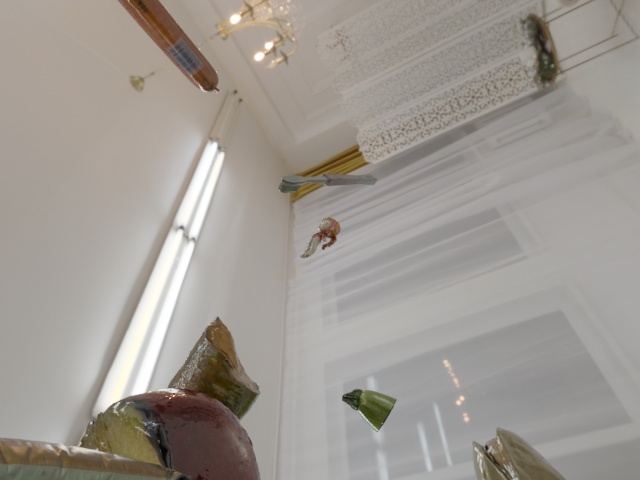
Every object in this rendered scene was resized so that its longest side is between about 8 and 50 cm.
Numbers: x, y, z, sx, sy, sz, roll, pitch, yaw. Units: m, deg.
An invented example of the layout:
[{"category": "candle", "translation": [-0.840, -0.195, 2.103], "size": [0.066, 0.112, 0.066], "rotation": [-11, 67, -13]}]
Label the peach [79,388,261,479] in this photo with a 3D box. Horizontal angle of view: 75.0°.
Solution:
[{"category": "peach", "translation": [-0.321, 0.512, 0.891], "size": [0.416, 0.340, 0.353], "rotation": [62, -153, -26]}]

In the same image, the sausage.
[{"category": "sausage", "translation": [-0.282, -0.376, 0.702], "size": [0.348, 0.053, 0.053], "rotation": [47, -155, -51]}]

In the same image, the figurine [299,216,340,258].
[{"category": "figurine", "translation": [0.000, 0.000, 0.811], "size": [0.047, 0.064, 0.109], "rotation": [52, -126, -15]}]

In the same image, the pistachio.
[{"category": "pistachio", "translation": [0.291, 0.364, 0.598], "size": [0.135, 0.136, 0.226], "rotation": [63, -174, -13]}]

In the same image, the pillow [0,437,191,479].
[{"category": "pillow", "translation": [-0.384, 0.333, 0.505], "size": [0.310, 0.313, 0.119], "rotation": [42, -159, -40]}]

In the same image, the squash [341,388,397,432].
[{"category": "squash", "translation": [0.129, 0.448, 1.152], "size": [0.132, 0.105, 0.105], "rotation": [29, -175, 18]}]

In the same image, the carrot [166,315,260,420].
[{"category": "carrot", "translation": [-0.305, 0.426, 1.210], "size": [0.340, 0.242, 0.241], "rotation": [-57, -41, -16]}]

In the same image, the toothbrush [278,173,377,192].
[{"category": "toothbrush", "translation": [0.016, -0.070, 0.493], "size": [0.014, 0.017, 0.195], "rotation": [44, -149, 21]}]
